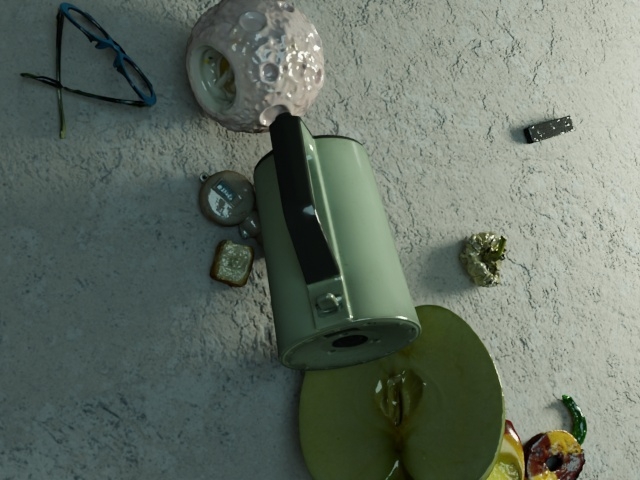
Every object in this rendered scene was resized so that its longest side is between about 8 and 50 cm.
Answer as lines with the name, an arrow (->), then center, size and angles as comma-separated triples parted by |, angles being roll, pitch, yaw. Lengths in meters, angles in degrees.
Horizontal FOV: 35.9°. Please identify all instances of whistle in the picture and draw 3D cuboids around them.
whistle -> -0.146, -0.050, 1.869 | 0.220, 0.057, 0.107 | 45, 69, -12

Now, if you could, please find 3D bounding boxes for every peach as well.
peach -> 0.303, 0.477, 1.922 | 0.159, 0.154, 0.267 | 34, 69, -5

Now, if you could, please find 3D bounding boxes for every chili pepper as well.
chili pepper -> 0.540, 0.379, 2.079 | 0.056, 0.035, 0.117 | -10, 92, -37

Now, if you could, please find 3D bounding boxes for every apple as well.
apple -> 0.153, 0.295, 1.807 | 0.320, 0.312, 0.360 | 12, 65, -24

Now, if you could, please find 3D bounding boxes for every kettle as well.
kettle -> 0.000, 0.000, 1.721 | 0.250, 0.361, 0.376 | -17, 66, 12

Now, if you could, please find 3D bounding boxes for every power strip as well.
power strip -> 0.492, -0.238, 2.126 | 0.111, 0.029, 0.037 | -16, 91, -18

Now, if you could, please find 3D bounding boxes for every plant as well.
plant -> 0.351, 0.032, 2.006 | 0.105, 0.122, 0.116 | -23, 85, -31

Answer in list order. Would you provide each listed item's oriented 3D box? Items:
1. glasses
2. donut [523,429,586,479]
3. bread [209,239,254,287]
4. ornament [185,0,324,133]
glasses -> -0.422, -0.293, 1.770 | 0.239, 0.102, 0.207 | 45, 72, -10
donut -> 0.473, 0.459, 2.034 | 0.141, 0.059, 0.140 | 2, 85, -19
bread -> -0.161, 0.044, 1.846 | 0.077, 0.070, 0.083 | 18, 82, -16
ornament -> -0.113, -0.328, 1.806 | 0.225, 0.259, 0.259 | -28, 94, -37
